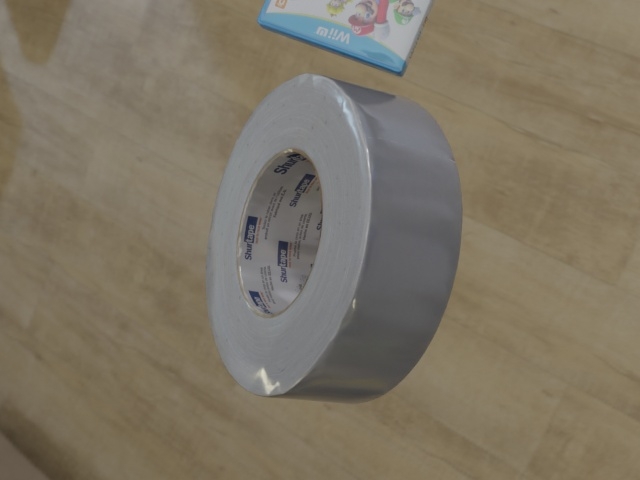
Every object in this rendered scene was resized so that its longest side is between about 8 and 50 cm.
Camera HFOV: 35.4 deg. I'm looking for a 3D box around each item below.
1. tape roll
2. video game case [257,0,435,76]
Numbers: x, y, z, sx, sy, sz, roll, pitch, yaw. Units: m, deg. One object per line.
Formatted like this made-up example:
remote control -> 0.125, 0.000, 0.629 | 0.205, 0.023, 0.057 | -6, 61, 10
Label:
tape roll -> 0.000, 0.000, 0.687 | 0.219, 0.072, 0.219 | -24, 61, 55
video game case -> 0.038, -0.216, 0.739 | 0.119, 0.015, 0.166 | 22, 88, 15
